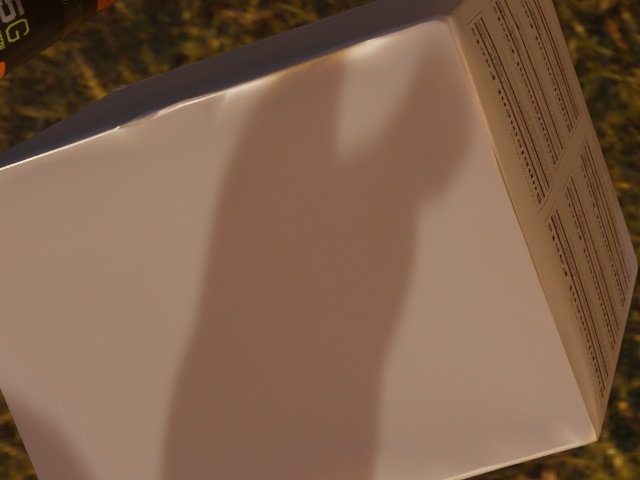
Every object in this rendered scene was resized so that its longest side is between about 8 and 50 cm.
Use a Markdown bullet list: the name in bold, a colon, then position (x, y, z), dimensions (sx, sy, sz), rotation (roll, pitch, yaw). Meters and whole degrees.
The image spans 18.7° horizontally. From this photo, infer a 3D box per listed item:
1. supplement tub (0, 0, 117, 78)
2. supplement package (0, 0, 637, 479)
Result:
- **supplement tub**: position (-0.144, -0.203, 0.912), dimensions (0.338, 0.207, 0.207), rotation (-36, 63, -15)
- **supplement package**: position (0.000, 0.000, 0.720), dimensions (0.194, 0.203, 0.149), rotation (-18, 100, 17)
